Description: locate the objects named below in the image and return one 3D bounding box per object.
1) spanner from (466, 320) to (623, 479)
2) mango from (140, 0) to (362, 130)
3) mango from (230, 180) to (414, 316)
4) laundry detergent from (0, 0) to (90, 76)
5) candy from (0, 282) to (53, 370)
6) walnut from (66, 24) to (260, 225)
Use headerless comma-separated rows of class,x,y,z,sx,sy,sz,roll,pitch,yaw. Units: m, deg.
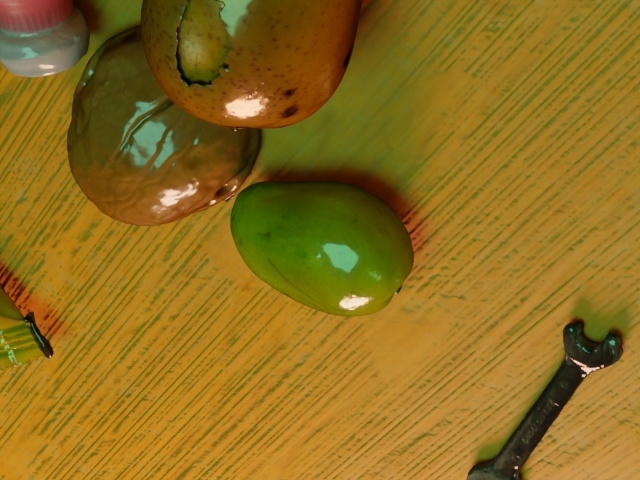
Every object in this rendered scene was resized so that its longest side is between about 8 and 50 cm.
spanner,0.189,0.152,1.440,0.054,0.015,0.254,33,135,7
mango,-0.039,-0.197,1.190,0.160,0.191,0.290,23,129,4
mango,0.003,0.005,1.395,0.163,0.089,0.117,10,138,40
laundry detergent,-0.252,-0.287,1.312,0.159,0.088,0.335,14,131,27
candy,-0.398,0.014,1.642,0.187,0.081,0.297,-12,117,39
walnut,-0.147,-0.077,1.414,0.167,0.087,0.211,36,135,-3
